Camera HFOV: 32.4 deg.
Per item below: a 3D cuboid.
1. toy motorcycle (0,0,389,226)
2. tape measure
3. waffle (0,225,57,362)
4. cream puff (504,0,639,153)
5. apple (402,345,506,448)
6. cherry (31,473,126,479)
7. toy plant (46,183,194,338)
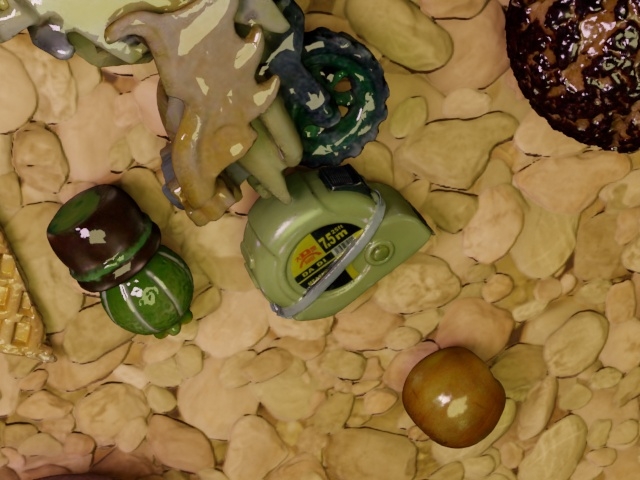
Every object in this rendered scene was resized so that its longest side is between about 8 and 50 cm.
[{"bbox_3d":[-0.129,-0.179,0.917,0.237,0.168,0.410,-41,118,10],"label":"toy motorcycle"},{"bbox_3d":[0.000,0.000,1.078,0.177,0.087,0.154,-42,132,6],"label":"tape measure"},{"bbox_3d":[-0.291,0.024,1.056,0.125,0.032,0.191,14,113,-17],"label":"waffle"},{"bbox_3d":[0.292,-0.192,1.010,0.239,0.165,0.239,-5,120,-9],"label":"cream puff"},{"bbox_3d":[0.148,0.171,1.194,0.114,0.099,0.102,40,99,-23],"label":"apple"},{"bbox_3d":[-0.248,0.369,1.137,0.261,0.221,0.307,6,128,-7],"label":"cherry"},{"bbox_3d":[-0.182,0.027,1.052,0.093,0.093,0.162,-34,121,5],"label":"toy plant"}]
